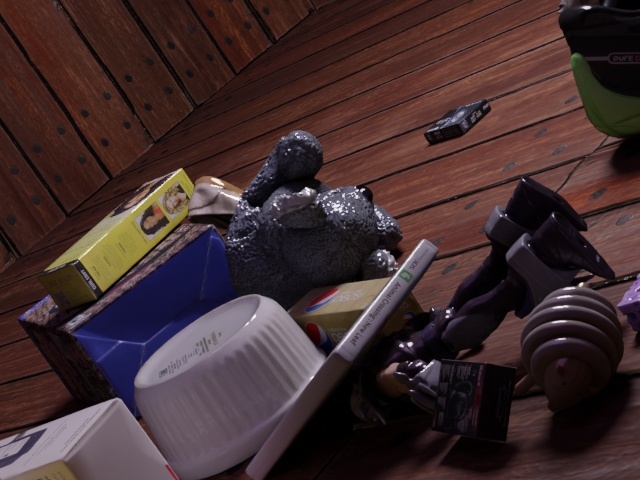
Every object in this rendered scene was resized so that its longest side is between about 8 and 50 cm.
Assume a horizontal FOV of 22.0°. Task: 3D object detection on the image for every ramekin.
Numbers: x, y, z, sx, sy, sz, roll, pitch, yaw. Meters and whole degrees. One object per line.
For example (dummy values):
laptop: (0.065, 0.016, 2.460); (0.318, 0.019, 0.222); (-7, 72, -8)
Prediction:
ramekin: (-0.100, 0.147, 1.740); (0.207, 0.109, 0.207); (-32, 14, 9)

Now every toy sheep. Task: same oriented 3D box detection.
toy sheep: (0.201, 0.082, 1.322); (0.091, 0.091, 0.132); (-25, 34, 32)

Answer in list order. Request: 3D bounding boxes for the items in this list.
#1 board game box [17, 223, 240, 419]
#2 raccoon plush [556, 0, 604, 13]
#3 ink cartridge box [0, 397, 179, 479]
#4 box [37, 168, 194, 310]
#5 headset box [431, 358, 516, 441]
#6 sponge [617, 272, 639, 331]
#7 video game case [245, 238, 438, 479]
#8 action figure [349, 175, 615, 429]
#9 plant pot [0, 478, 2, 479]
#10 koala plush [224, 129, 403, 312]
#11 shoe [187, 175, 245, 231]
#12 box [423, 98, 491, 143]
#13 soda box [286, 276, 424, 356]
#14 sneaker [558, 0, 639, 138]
board game box: (-0.236, 0.098, 2.157); (0.232, 0.141, 0.291); (-38, 14, -18)
raccoon plush: (0.427, -0.478, 2.127); (0.299, 0.216, 0.447); (104, 177, -72)
ink cartridge box: (-0.237, 0.263, 1.519); (0.237, 0.172, 0.100); (-23, 18, 40)
box: (-0.255, -0.003, 2.121); (0.087, 0.058, 0.232); (-19, 20, 45)
headset box: (0.128, 0.132, 1.360); (0.083, 0.032, 0.062); (-5, 76, 64)
sponge: (0.350, 0.010, 1.335); (0.210, 0.031, 0.117); (-21, 19, 45)
video game case: (0.021, 0.116, 1.572); (0.193, 0.023, 0.212); (-49, -6, -46)
action figure: (0.126, 0.080, 1.486); (0.285, 0.099, 0.185); (-45, 16, 19)
plant pot: (-0.296, 0.332, 1.274); (0.254, 0.239, 0.254); (-32, 14, 9)
koala plush: (0.000, 0.000, 1.894); (0.203, 0.196, 0.221); (-48, 17, -10)
shoe: (-0.068, -0.021, 2.134); (0.077, 0.219, 0.058); (100, -172, -50)
box: (0.195, -0.169, 2.345); (0.067, 0.018, 0.083); (-41, 16, -30)
soda box: (0.033, 0.084, 1.760); (0.061, 0.058, 0.181); (-41, 14, -28)
sneaker: (0.453, -0.311, 1.843); (0.483, 0.202, 0.185); (-41, 16, -26)
